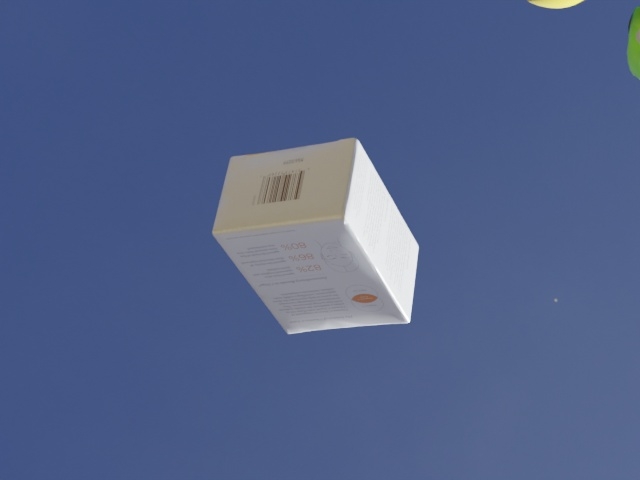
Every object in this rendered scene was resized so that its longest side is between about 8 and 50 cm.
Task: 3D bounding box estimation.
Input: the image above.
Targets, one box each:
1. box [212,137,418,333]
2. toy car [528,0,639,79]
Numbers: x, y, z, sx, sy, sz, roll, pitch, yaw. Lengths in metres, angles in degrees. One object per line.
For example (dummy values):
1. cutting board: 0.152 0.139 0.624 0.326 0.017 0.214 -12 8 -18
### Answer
1. box: 0.000 0.000 1.213 0.130 0.170 0.091 -7 -128 22
2. toy car: 0.267 -0.175 1.068 0.239 0.225 0.053 16 -101 31
